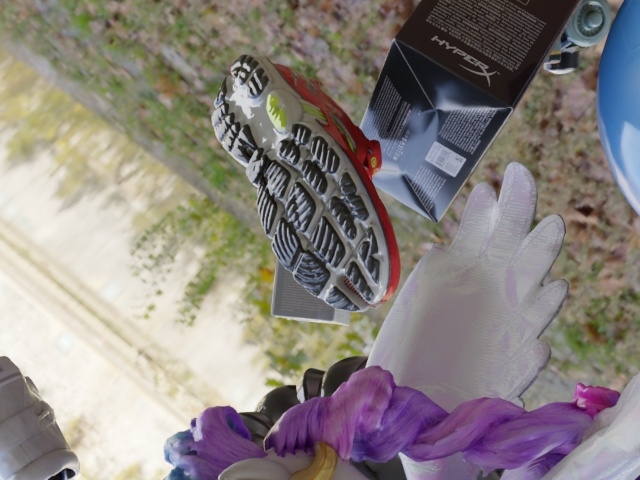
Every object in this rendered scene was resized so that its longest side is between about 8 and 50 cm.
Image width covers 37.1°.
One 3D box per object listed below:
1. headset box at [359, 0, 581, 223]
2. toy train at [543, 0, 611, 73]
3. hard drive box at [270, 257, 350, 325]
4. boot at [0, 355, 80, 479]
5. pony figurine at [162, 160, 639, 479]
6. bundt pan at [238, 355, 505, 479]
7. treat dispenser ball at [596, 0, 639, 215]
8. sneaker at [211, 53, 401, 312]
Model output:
[{"bbox_3d":[0.156,-0.192,0.861,0.110,0.293,0.218,32,157,5],"label":"headset box"},{"bbox_3d":[0.297,-0.396,1.329,0.142,0.190,0.334,-139,42,-66],"label":"toy train"},{"bbox_3d":[0.000,0.000,1.350,0.089,0.232,0.181,5,173,9],"label":"hard drive box"},{"bbox_3d":[-0.285,0.193,0.888,0.123,0.095,0.258,56,162,7],"label":"boot"},{"bbox_3d":[0.119,0.138,0.477,0.363,0.351,0.303,46,160,-11],"label":"pony figurine"},{"bbox_3d":[0.005,0.215,0.873,0.124,0.331,0.331,62,161,-14],"label":"bundt pan"},{"bbox_3d":[0.352,-0.111,0.702,0.288,0.288,0.288,38,166,11],"label":"treat dispenser ball"},{"bbox_3d":[0.011,-0.060,0.788,0.118,0.107,0.279,5,-137,-36],"label":"sneaker"}]
